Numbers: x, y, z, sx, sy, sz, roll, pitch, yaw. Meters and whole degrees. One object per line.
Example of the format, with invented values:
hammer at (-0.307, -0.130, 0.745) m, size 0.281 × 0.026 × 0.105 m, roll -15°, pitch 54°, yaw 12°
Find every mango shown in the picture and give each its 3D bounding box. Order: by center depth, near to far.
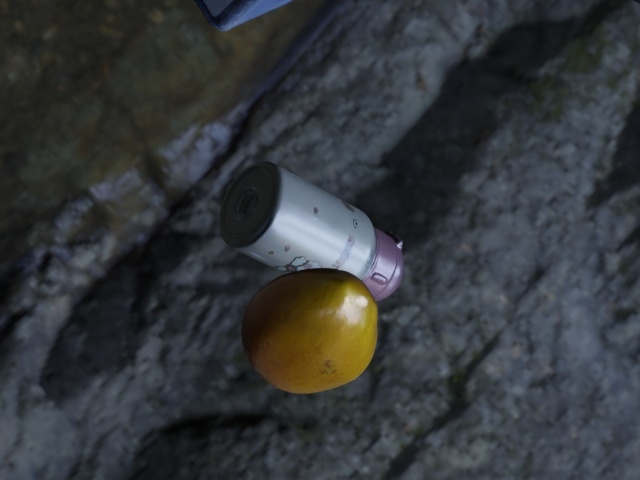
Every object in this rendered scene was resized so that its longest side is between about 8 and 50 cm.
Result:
mango at (-0.009, 0.093, 1.489) m, size 0.102 × 0.141 × 0.217 m, roll -58°, pitch -177°, yaw -32°

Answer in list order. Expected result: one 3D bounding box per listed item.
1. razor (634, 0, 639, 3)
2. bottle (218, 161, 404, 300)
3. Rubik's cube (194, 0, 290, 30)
razor at (0.446, -0.440, 1.769) m, size 0.107 × 0.189 × 0.327 m, roll -10°, pitch 151°, yaw -20°
bottle at (0.000, 0.000, 1.687) m, size 0.233 × 0.110 × 0.110 m, roll 28°, pitch 105°, yaw -37°
Rubik's cube at (-0.051, -0.534, 2.065) m, size 0.318 × 0.316 × 0.313 m, roll -34°, pitch 180°, yaw -39°
